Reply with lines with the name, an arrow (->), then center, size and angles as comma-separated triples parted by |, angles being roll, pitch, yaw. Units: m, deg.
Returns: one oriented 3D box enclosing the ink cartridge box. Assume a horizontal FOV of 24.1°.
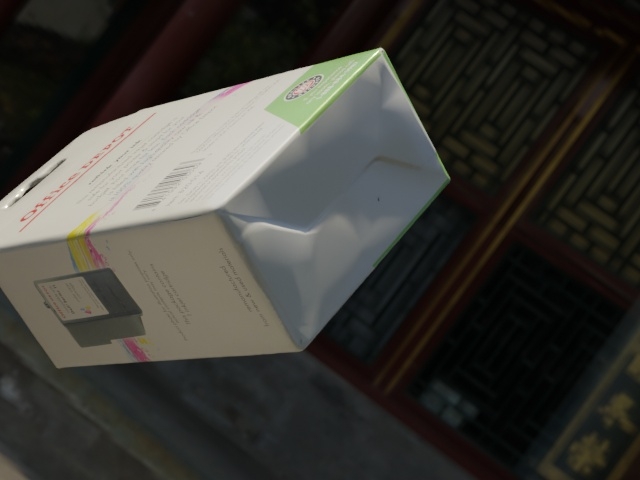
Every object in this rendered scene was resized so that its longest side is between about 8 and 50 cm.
ink cartridge box -> -0.105, -0.014, 1.115 | 0.353, 0.207, 0.119 | -7, -59, 46
